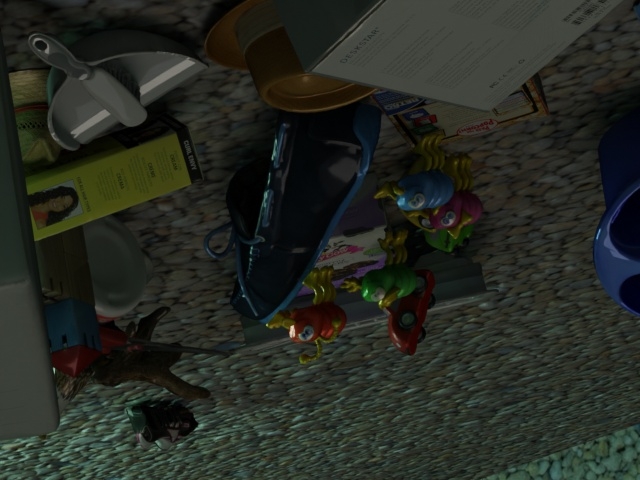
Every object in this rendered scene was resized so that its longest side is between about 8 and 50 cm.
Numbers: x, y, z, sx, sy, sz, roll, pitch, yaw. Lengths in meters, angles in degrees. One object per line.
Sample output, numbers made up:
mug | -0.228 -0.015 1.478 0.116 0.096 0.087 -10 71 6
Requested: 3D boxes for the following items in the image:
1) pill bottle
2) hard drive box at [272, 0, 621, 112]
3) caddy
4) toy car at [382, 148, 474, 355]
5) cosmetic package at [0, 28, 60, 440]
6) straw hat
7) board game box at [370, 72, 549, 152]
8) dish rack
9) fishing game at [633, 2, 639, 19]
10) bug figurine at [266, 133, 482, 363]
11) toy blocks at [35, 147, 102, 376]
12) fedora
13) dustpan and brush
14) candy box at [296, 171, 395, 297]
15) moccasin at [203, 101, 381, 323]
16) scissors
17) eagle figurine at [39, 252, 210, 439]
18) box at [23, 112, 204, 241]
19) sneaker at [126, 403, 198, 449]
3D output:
pill bottle | -0.306 0.058 1.964 0.221 0.124 0.124 -26 157 37
hard drive box | 0.108 -0.202 1.428 0.232 0.089 0.181 7 141 -47
caddy | 0.458 -0.034 1.940 0.341 0.179 0.241 -14 130 5
toy car | 0.126 -0.006 2.055 0.053 0.239 0.225 13 -163 18
cosmetic package | -0.382 -0.031 1.307 0.329 0.327 0.393 -9 161 -8
straw hat | -0.262 -0.097 1.617 0.144 0.061 0.144 -10 162 -3
board game box | 0.134 -0.149 1.736 0.147 0.045 0.193 -16 162 11
dish rack | 0.054 0.076 2.272 0.333 0.072 0.285 -12 175 2
fishing game | 0.392 -0.225 1.683 0.189 0.041 0.264 -12 163 10
bug figurine | 0.075 0.010 1.835 0.279 0.072 0.216 -52 161 27
toy blocks | -0.371 0.085 1.779 0.381 0.261 0.191 -18 161 18
fedora | -0.001 -0.163 1.553 0.194 0.079 0.194 -11 163 -4
dustpan and brush | -0.192 -0.140 1.509 0.147 0.060 0.211 -31 146 11
candy box | 0.000 0.000 2.070 0.165 0.070 0.196 -13 162 3
moccasin | -0.041 -0.046 1.843 0.117 0.137 0.342 20 136 -9
scissors | -0.224 0.113 1.947 0.109 0.021 0.297 -25 156 29
eagle figurine | -0.320 0.130 2.156 0.298 0.225 0.226 11 136 41
box | -0.232 -0.050 1.657 0.232 0.058 0.087 -21 -160 -14
sneaker | -0.246 0.282 2.818 0.077 0.072 0.178 -27 168 9
